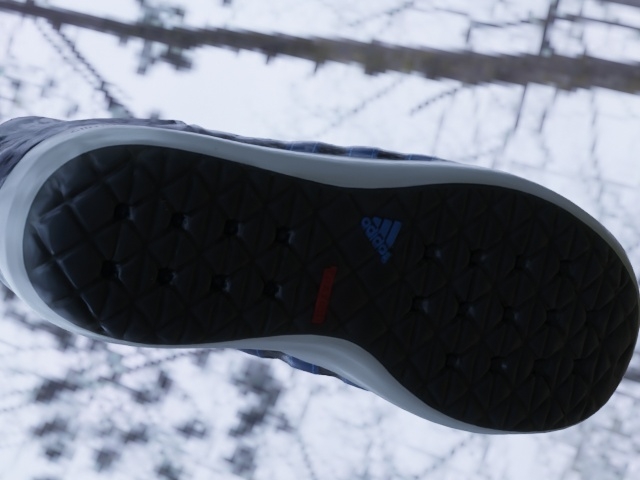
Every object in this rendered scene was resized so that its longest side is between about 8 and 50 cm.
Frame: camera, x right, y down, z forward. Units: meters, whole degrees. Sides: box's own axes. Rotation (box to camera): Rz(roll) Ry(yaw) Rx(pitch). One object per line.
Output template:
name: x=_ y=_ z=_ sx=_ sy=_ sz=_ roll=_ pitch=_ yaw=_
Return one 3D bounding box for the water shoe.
water shoe: x=0.000 y=0.000 z=0.554 sx=0.203 sy=0.080 sz=0.073 roll=16 pitch=-82 yaw=-31
